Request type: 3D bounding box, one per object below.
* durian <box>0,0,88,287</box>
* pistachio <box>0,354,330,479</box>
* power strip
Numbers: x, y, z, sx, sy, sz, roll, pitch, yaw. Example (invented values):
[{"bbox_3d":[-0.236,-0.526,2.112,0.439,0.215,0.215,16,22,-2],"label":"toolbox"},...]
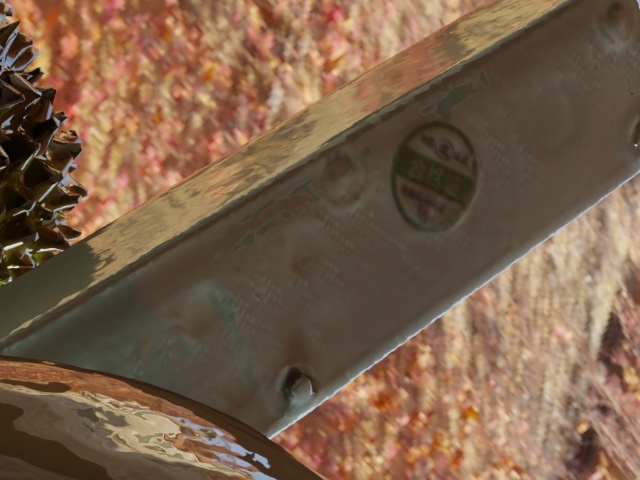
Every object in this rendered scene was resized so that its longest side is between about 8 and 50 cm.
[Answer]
[{"bbox_3d":[-0.256,-0.026,0.669,0.258,0.258,0.293,26,-121,41],"label":"durian"},{"bbox_3d":[-0.068,0.097,0.357,0.226,0.136,0.136,15,-120,-8],"label":"pistachio"},{"bbox_3d":[0.000,0.000,0.563,0.385,0.091,0.062,-33,-153,-27],"label":"power strip"}]
